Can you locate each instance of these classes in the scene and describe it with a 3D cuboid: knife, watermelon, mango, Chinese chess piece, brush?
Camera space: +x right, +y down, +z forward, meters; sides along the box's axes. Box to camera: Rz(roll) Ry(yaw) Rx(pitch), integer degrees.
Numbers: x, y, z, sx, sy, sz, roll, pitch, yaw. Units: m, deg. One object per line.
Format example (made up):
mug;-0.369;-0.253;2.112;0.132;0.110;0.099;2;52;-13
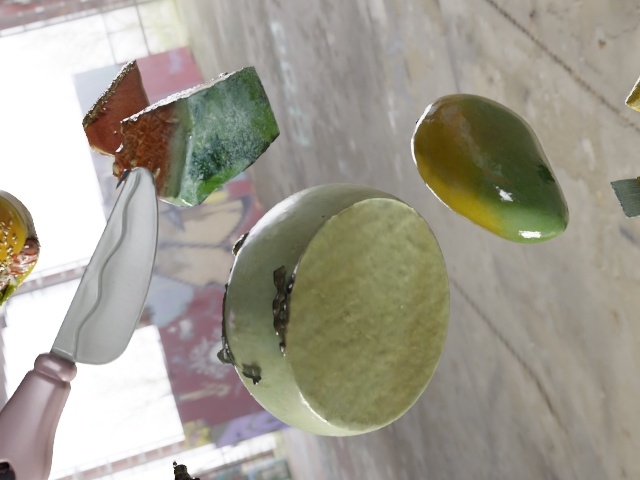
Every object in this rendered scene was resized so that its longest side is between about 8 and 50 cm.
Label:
knife;-0.220;0.090;1.013;0.335;0.081;0.043;-64;-7;-3
watermelon;-0.213;-0.150;1.573;0.257;0.193;0.139;3;124;46
mango;0.203;-0.083;1.325;0.114;0.156;0.251;112;147;-40
Chinese chess piece;0.016;0.060;0.986;0.092;0.238;0.237;7;117;46
brush;0.577;-0.081;1.736;0.010;0.218;0.082;84;176;-52

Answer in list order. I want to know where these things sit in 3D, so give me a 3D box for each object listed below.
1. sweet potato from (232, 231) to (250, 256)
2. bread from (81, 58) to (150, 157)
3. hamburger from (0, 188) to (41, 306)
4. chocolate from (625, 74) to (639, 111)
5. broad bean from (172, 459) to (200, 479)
sweet potato;0.003;-0.002;1.993;0.124;0.310;0.098;-72;-10;-46
bread;-0.328;-0.188;1.805;0.192;0.119;0.067;71;165;-13
hamburger;-0.522;0.016;1.654;0.173;0.210;0.116;47;-160;-17
chocolate;0.466;-0.259;1.396;0.219;0.086;0.085;-59;29;19
broad bean;-0.066;0.339;1.140;0.325;0.075;0.067;38;141;21
